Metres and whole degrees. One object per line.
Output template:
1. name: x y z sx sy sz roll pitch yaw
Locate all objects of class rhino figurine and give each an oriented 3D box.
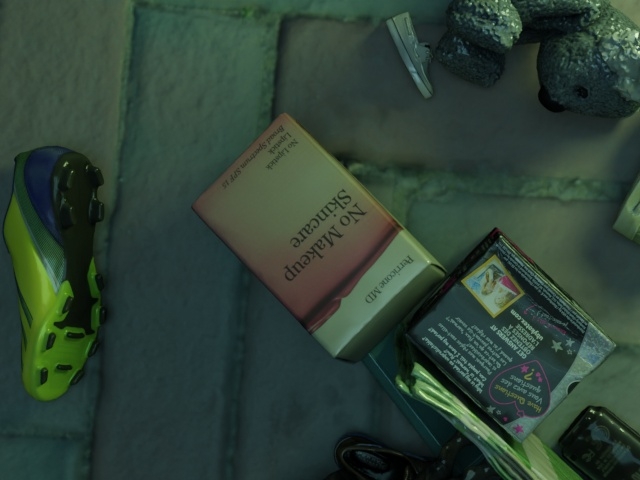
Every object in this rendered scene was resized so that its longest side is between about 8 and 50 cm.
1. rhino figurine: 0.181 0.310 1.562 0.106 0.073 0.243 -42 124 -3

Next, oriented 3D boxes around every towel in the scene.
1. towel: 0.201 0.222 1.496 0.325 0.248 0.038 41 97 -4

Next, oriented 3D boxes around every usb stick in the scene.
1. usb stick: 0.388 0.291 1.591 0.278 0.045 0.077 39 101 2

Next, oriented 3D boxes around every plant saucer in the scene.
1. plant saucer: 0.119 0.175 1.601 0.067 0.018 0.192 -35 84 -26

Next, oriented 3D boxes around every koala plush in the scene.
1. koala plush: 0.268 -0.216 1.517 0.221 0.196 0.203 42 85 6

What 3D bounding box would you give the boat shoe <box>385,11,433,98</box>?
1. boat shoe: 0.108 -0.208 1.604 0.035 0.035 0.100 -25 83 8

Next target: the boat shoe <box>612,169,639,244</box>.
1. boat shoe: 0.406 -0.127 1.546 0.094 0.109 0.302 21 96 6

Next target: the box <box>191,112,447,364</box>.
1. box: 0.000 0.000 1.552 0.148 0.127 0.232 -45 76 4

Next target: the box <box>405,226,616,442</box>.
1. box: 0.194 0.094 1.499 0.163 0.247 0.142 44 96 3

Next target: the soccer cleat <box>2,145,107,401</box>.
1. soccer cleat: -0.311 0.036 1.635 0.121 0.093 0.289 10 98 35

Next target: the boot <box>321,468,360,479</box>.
1. boot: -0.007 0.471 1.573 0.284 0.138 0.377 -27 92 14

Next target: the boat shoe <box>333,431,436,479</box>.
1. boat shoe: 0.099 0.270 1.603 0.183 0.066 0.066 18 93 4
